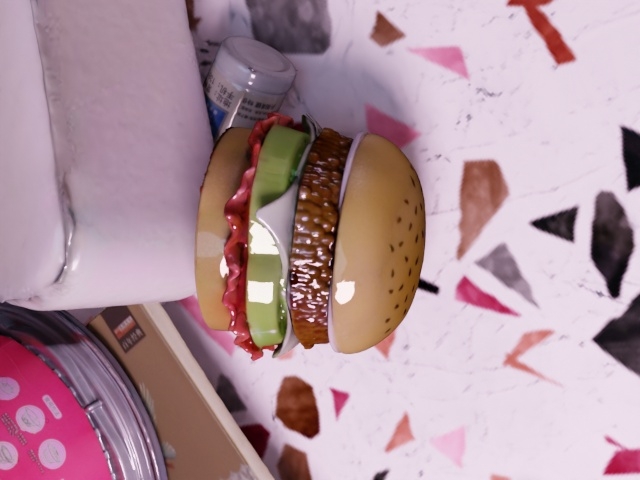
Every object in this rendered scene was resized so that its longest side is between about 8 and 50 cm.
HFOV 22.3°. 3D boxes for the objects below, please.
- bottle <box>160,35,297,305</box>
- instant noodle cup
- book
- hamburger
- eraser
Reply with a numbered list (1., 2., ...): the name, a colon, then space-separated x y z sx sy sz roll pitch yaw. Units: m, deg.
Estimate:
1. bottle: -0.085 -0.040 1.162 0.060 0.060 0.217 35 117 18
2. instant noodle cup: -0.264 0.186 1.218 0.302 0.181 0.258 38 131 23
3. book: -0.105 0.206 1.230 0.310 0.021 0.217 56 135 6
4. hamburger: 0.001 -0.001 1.073 0.137 0.175 0.175 6 106 11
5. eraser: -0.195 -0.078 1.125 0.331 0.150 0.331 0 90 43
